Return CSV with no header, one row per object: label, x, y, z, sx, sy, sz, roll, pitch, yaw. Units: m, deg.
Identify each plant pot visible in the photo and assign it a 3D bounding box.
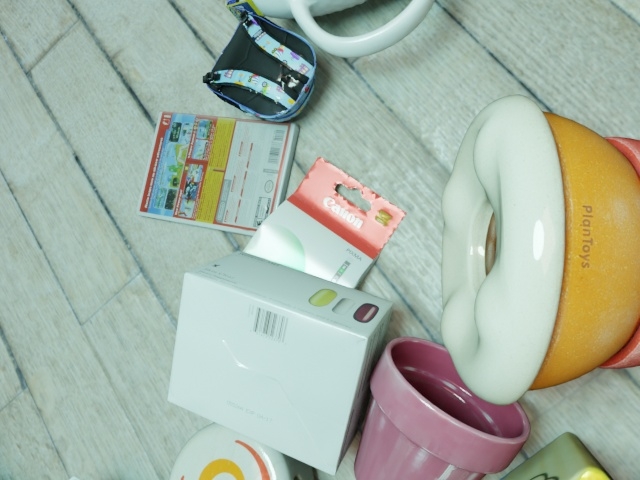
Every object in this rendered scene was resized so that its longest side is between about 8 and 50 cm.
plant pot,0.139,0.257,0.685,0.201,0.201,0.180,31,108,21

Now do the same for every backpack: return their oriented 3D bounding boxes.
backpack,-0.081,-0.275,0.873,0.173,0.117,0.158,32,92,21

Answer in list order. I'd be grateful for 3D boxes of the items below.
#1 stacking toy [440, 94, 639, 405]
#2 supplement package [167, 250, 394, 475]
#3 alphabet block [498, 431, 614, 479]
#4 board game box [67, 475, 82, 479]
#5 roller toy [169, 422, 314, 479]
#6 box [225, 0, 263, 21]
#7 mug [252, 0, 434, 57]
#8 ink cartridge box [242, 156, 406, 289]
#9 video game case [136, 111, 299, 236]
stacking toy,0.397,0.023,0.604,0.479,0.350,0.351,4,82,2
supplement package,-0.056,0.157,0.738,0.261,0.145,0.204,17,106,17
alphabet block,0.294,0.369,0.598,0.192,0.197,0.193,-43,71,9
board game box,-0.277,0.507,0.802,0.305,0.053,0.193,18,121,20
roller toy,-0.113,0.363,0.768,0.191,0.146,0.209,-33,64,5
box,-0.140,-0.498,0.960,0.054,0.059,0.169,-5,80,19
mug,0.036,-0.453,0.778,0.328,0.276,0.374,-23,79,13
ink cartridge box,0.000,0.000,0.825,0.181,0.056,0.225,35,95,12
video game case,-0.190,-0.123,0.937,0.285,0.025,0.204,10,85,20
